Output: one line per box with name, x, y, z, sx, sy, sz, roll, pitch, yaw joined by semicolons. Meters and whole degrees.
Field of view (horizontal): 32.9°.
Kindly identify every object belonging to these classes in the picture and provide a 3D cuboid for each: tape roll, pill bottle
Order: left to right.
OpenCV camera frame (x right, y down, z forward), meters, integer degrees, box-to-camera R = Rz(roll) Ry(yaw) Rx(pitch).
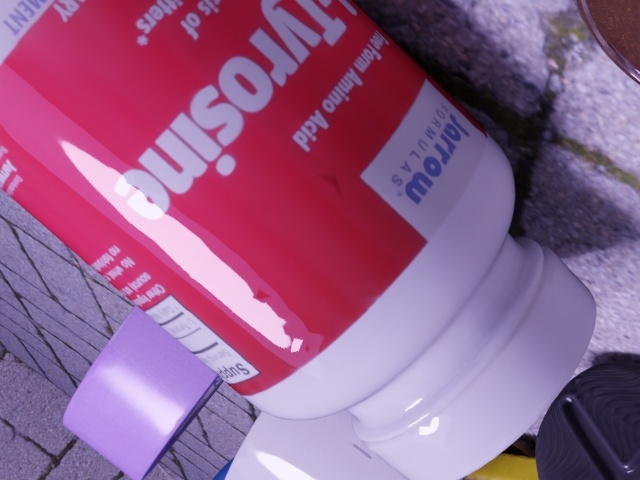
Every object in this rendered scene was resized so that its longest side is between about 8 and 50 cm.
tape roll;-0.113;0.086;0.997;0.090;0.275;0.275;38;159;3
pill bottle;-0.032;-0.040;0.675;0.407;0.229;0.229;42;159;-11
tape roll;0.047;0.188;0.991;0.169;0.246;0.246;34;159;11

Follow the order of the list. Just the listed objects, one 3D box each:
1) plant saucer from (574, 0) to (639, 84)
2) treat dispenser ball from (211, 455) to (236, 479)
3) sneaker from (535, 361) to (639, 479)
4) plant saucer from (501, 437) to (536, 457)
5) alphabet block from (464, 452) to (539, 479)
plant saucer;0.176;-0.107;0.481;0.168;0.029;0.168;33;159;14
treat dispenser ball;-0.040;0.428;1.560;0.288;0.288;0.288;33;158;15
sneaker;0.355;0.275;0.777;0.257;0.169;0.447;25;-163;-48
plant saucer;0.202;0.220;1.123;0.083;0.015;0.083;33;159;14
alphabet block;0.203;0.341;1.097;0.197;0.192;0.193;37;158;-19
